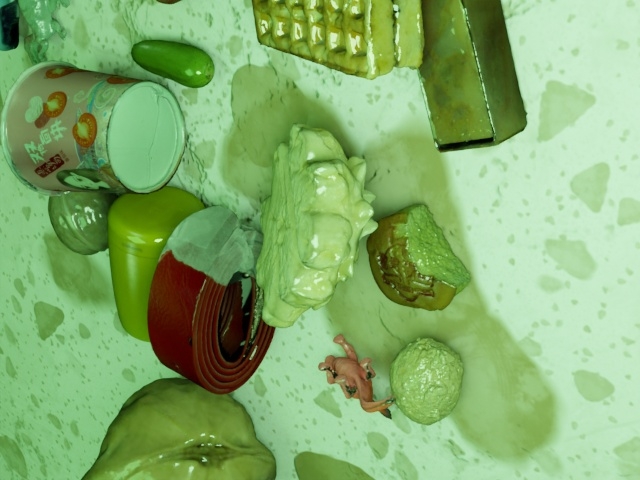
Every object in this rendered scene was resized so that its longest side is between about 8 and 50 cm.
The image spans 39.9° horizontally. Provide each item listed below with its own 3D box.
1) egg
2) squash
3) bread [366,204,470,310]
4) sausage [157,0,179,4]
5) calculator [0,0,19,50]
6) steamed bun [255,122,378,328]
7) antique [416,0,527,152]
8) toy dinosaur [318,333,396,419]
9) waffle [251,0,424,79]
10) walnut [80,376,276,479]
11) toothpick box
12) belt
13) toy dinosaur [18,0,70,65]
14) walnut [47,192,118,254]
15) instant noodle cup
[{"bbox_3d":[0.160,0.209,1.316,0.118,0.116,0.140,39,140,51],"label":"egg"},{"bbox_3d":[-0.247,-0.297,1.458,0.201,0.066,0.066,24,125,39],"label":"squash"},{"bbox_3d":[0.133,0.033,1.269,0.156,0.086,0.125,56,137,7],"label":"bread"},{"bbox_3d":[-0.200,-0.416,1.347,0.194,0.077,0.077,-9,105,43],"label":"sausage"},{"bbox_3d":[-0.628,-0.499,1.684,0.173,0.051,0.293,40,133,30],"label":"calculator"},{"bbox_3d":[-0.005,-0.016,1.292,0.292,0.137,0.295,-174,89,-70],"label":"steamed bun"},{"bbox_3d":[0.167,-0.270,1.087,0.093,0.087,0.310,-2,110,43],"label":"antique"},{"bbox_3d":[0.078,0.248,1.393,0.139,0.070,0.286,57,169,-22],"label":"toy dinosaur"},{"bbox_3d":[0.009,-0.337,1.123,0.308,0.091,0.213,30,131,53],"label":"waffle"},{"bbox_3d":[-0.273,0.444,1.682,0.384,0.383,0.383,20,123,33],"label":"walnut"},{"bbox_3d":[-0.294,0.052,1.598,0.175,0.175,0.271,30,131,27],"label":"toothpick box"},{"bbox_3d":[-0.174,0.102,1.475,0.115,0.227,0.324,21,125,30],"label":"belt"},{"bbox_3d":[-0.535,-0.452,1.635,0.167,0.053,0.242,1,116,45],"label":"toy dinosaur"},{"bbox_3d":[-0.455,-0.053,1.711,0.140,0.140,0.162,-26,82,45],"label":"walnut"},{"bbox_3d":[-0.382,-0.183,1.519,0.231,0.243,0.243,10,117,32],"label":"instant noodle cup"}]
